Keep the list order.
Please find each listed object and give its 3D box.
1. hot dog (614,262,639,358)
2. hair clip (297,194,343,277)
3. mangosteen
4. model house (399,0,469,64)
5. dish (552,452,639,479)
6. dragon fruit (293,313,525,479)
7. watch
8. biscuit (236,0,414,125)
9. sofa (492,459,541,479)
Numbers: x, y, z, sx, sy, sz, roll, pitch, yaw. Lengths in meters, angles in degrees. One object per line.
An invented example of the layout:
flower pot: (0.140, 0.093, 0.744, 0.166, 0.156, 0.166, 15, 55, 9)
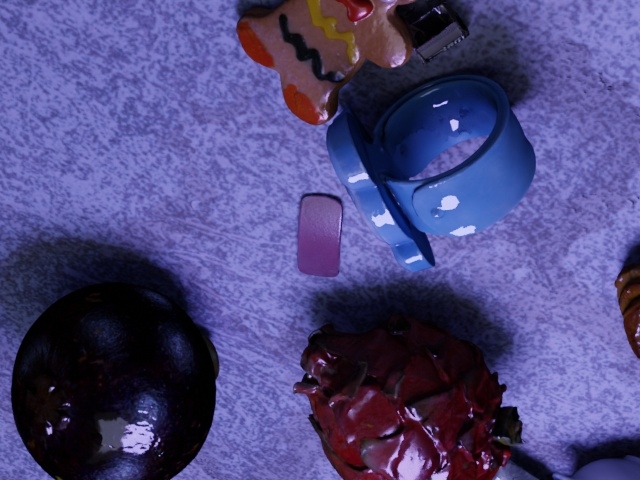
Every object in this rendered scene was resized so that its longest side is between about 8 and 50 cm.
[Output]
hot dog: (0.487, 0.076, 1.467, 0.272, 0.122, 0.196, -9, 129, 20)
hair clip: (-0.001, 0.001, 1.552, 0.054, 0.022, 0.137, 9, 133, 6)
mangosteen: (-0.256, 0.192, 1.624, 0.288, 0.288, 0.288, 5, 133, 6)
model house: (0.106, -0.216, 1.316, 0.083, 0.057, 0.058, -34, 158, 15)
dish: (0.439, 0.353, 1.743, 0.236, 0.086, 0.228, 37, 167, -27)
dragon fruit: (0.105, 0.212, 1.592, 0.299, 0.244, 0.244, 38, 131, 5)
watch: (0.123, -0.092, 1.348, 0.193, 0.211, 0.211, -26, 125, 12)
biscuit: (0.020, -0.233, 1.284, 0.165, 0.036, 0.250, 50, 128, -5)
sofa: (0.252, 0.455, 1.784, 0.210, 0.225, 0.176, 36, 143, -18)
